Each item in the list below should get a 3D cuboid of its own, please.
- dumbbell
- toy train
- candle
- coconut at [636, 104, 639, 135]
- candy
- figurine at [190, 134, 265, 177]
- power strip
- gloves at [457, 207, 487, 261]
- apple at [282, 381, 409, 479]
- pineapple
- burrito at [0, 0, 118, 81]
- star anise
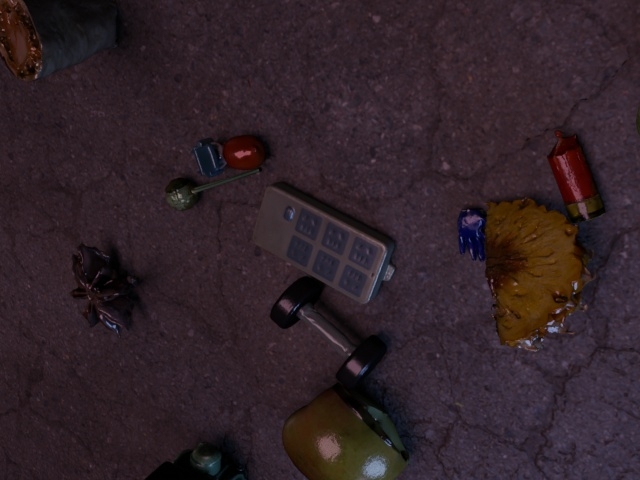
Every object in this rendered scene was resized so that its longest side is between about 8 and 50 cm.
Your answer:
[{"bbox_3d":[0.014,0.155,1.360,0.191,0.100,0.100,40,122,13],"label":"dumbbell"},{"bbox_3d":[-0.266,0.554,1.580,0.167,0.238,0.299,16,115,23],"label":"toy train"},{"bbox_3d":[0.348,-0.091,1.104,0.052,0.052,0.130,-19,94,34],"label":"candle"},{"bbox_3d":[0.442,-0.154,1.008,0.088,0.096,0.087,-10,64,22],"label":"coconut"},{"bbox_3d":[-0.193,-0.102,1.438,0.203,0.061,0.061,-15,98,26],"label":"candy"},{"bbox_3d":[-0.155,-0.149,1.377,0.140,0.075,0.068,-6,102,35],"label":"figurine"},{"bbox_3d":[0.000,0.000,1.350,0.270,0.046,0.118,29,119,21],"label":"power strip"},{"bbox_3d":[0.238,-0.008,1.213,0.064,0.026,0.086,1,106,29],"label":"gloves"},{"bbox_3d":[0.041,0.350,1.375,0.188,0.174,0.207,54,140,8],"label":"apple"},{"bbox_3d":[0.324,0.058,1.113,0.140,0.249,0.164,-24,125,28],"label":"pineapple"},{"bbox_3d":[-0.447,-0.362,1.355,0.105,0.299,0.143,-36,100,25],"label":"burrito"},{"bbox_3d":[-0.430,0.098,1.618,0.231,0.089,0.209,12,124,34],"label":"star anise"}]
